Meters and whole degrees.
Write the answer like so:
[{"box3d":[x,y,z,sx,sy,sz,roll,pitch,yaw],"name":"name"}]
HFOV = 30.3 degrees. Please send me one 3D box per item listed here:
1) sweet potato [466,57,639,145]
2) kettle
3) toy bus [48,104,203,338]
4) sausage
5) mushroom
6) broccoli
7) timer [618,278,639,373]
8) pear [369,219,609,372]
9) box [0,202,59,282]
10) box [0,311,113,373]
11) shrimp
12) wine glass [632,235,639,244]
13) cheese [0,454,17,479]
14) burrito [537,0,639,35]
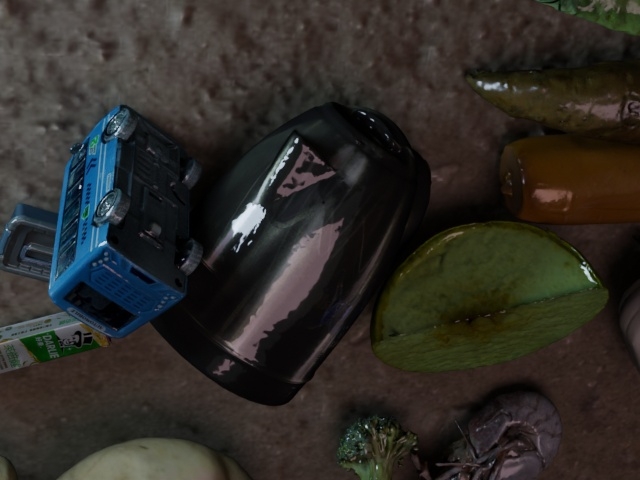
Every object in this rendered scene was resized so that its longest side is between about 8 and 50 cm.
[{"box3d":[0.385,-0.166,1.383,0.422,0.130,0.131,-2,122,-13],"name":"sweet potato"},{"box3d":[0.000,0.000,1.356,0.324,0.228,0.321,-51,146,14],"name":"kettle"},{"box3d":[-0.209,-0.025,1.249,0.134,0.246,0.113,-38,125,24],"name":"toy bus"},{"box3d":[0.379,-0.076,1.451,0.328,0.112,0.112,-2,122,-14],"name":"sausage"},{"box3d":[-0.232,0.425,1.492,0.353,0.353,0.325,-42,100,13],"name":"mushroom"},{"box3d":[0.067,0.334,1.583,0.118,0.204,0.122,20,149,-21],"name":"broccoli"},{"box3d":[0.513,0.085,1.572,0.237,0.087,0.262,-32,146,3],"name":"timer"},{"box3d":[0.206,0.080,1.494,0.288,0.139,0.239,-15,149,6],"name":"pear"},{"box3d":[-0.315,0.002,1.347,0.099,0.054,0.074,17,114,-24],"name":"box"},{"box3d":[-0.358,0.125,1.422,0.207,0.041,0.050,-14,124,-5],"name":"box"},{"box3d":[0.191,0.334,1.659,0.343,0.116,0.145,-39,123,3],"name":"shrimp"},{"box3d":[0.495,-0.054,1.528,0.066,0.066,0.198,35,105,-30],"name":"wine glass"},{"box3d":[-0.430,0.377,1.458,0.117,0.218,0.235,-1,131,-14],"name":"cheese"},{"box3d":[0.286,-0.306,1.318,0.288,0.054,0.104,17,114,-22],"name":"burrito"}]
